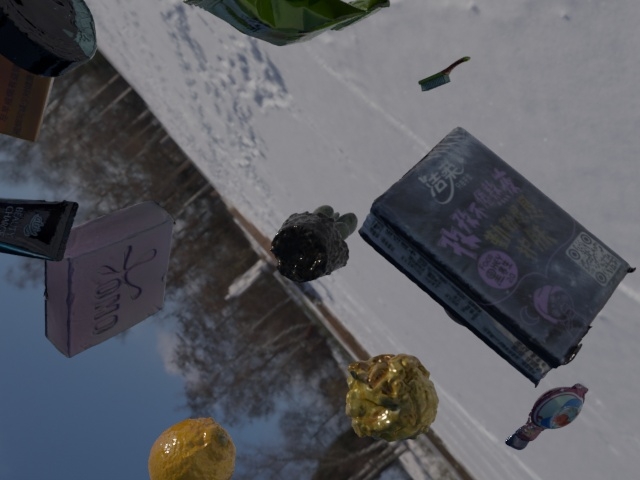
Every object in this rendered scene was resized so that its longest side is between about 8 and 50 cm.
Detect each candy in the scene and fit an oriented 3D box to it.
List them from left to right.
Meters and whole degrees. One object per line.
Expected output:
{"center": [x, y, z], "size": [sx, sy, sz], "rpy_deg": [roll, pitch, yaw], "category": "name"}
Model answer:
{"center": [-0.049, -0.288, 0.972], "size": [0.247, 0.069, 0.149], "rpy_deg": [3, -175, -23], "category": "candy"}

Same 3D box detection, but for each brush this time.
{"center": [0.168, -0.222, 1.018], "size": [0.019, 0.083, 0.021], "rpy_deg": [-16, -95, -46], "category": "brush"}

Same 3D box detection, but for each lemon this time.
{"center": [-0.217, 0.378, 1.322], "size": [0.142, 0.187, 0.142], "rpy_deg": [29, -138, -30], "category": "lemon"}

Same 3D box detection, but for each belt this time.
{"center": [-0.422, -0.331, 1.127], "size": [0.198, 0.078, 0.151], "rpy_deg": [40, -137, -38], "category": "belt"}

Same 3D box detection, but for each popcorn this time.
{"center": [0.129, 0.293, 1.420], "size": [0.170, 0.180, 0.180], "rpy_deg": [52, 177, -33], "category": "popcorn"}

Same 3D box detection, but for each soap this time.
{"center": [-0.477, 0.080, 1.719], "size": [0.107, 0.285, 0.296], "rpy_deg": [35, 132, 25], "category": "soap"}

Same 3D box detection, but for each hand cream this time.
{"center": [-0.556, -0.027, 1.294], "size": [0.061, 0.271, 0.120], "rpy_deg": [98, 178, -57], "category": "hand cream"}

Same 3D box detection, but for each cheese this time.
{"center": [0.338, 0.263, 1.141], "size": [0.095, 0.145, 0.038], "rpy_deg": [31, -159, -35], "category": "cheese"}

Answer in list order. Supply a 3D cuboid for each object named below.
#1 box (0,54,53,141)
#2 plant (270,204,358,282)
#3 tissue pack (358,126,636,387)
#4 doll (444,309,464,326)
{"center": [-0.561, -0.265, 1.233], "size": [0.237, 0.152, 0.070], "rpy_deg": [15, -172, -15], "category": "box"}
{"center": [0.002, 0.000, 1.687], "size": [0.274, 0.147, 0.149], "rpy_deg": [-37, -56, -69], "category": "plant"}
{"center": [0.270, 0.010, 1.167], "size": [0.361, 0.259, 0.122], "rpy_deg": [40, 145, 11], "category": "tissue pack"}
{"center": [0.252, 0.071, 1.288], "size": [0.145, 0.096, 0.188], "rpy_deg": [-22, 111, 42], "category": "doll"}
